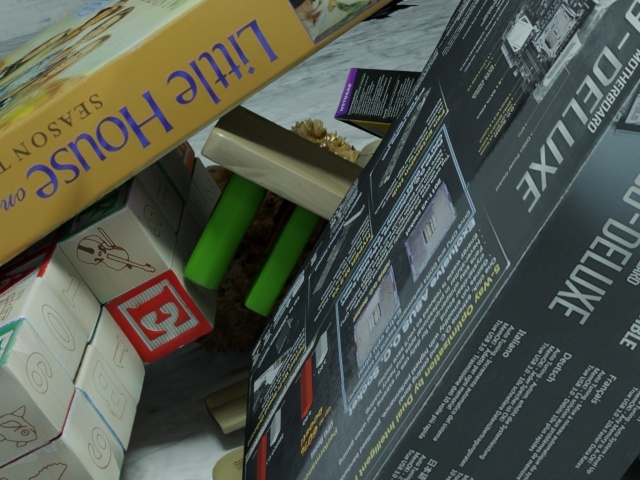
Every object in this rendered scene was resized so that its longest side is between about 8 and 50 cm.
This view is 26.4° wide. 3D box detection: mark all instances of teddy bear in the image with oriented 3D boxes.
[{"bbox_3d":[-0.034,-0.013,0.943,0.245,0.113,0.338,-27,24,-37],"label":"teddy bear"}]

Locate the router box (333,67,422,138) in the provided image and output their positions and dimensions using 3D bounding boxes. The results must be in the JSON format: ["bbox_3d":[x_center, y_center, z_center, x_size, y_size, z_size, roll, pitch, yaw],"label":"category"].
[{"bbox_3d":[0.120,-0.077,1.013,0.179,0.046,0.133,20,-4,-38],"label":"router box"}]

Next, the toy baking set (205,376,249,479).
[{"bbox_3d":[0.056,0.087,0.719,0.256,0.030,0.197,-13,22,11],"label":"toy baking set"}]

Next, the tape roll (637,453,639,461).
[{"bbox_3d":[0.201,0.027,0.554,0.189,0.189,0.080,-11,18,-2],"label":"tape roll"}]

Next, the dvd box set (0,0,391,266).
[{"bbox_3d":[-0.155,-0.078,0.801,0.420,0.062,0.307,-35,19,-6],"label":"dvd box set"}]

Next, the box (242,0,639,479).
[{"bbox_3d":[0.070,-0.001,0.524,0.076,0.307,0.242,26,20,-12],"label":"box"}]

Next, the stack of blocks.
[{"bbox_3d":[-0.150,0.043,0.737,0.171,0.087,0.297,-28,21,12],"label":"stack of blocks"}]

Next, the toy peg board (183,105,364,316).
[{"bbox_3d":[0.000,0.000,0.758,0.161,0.079,0.160,27,9,-6],"label":"toy peg board"}]
